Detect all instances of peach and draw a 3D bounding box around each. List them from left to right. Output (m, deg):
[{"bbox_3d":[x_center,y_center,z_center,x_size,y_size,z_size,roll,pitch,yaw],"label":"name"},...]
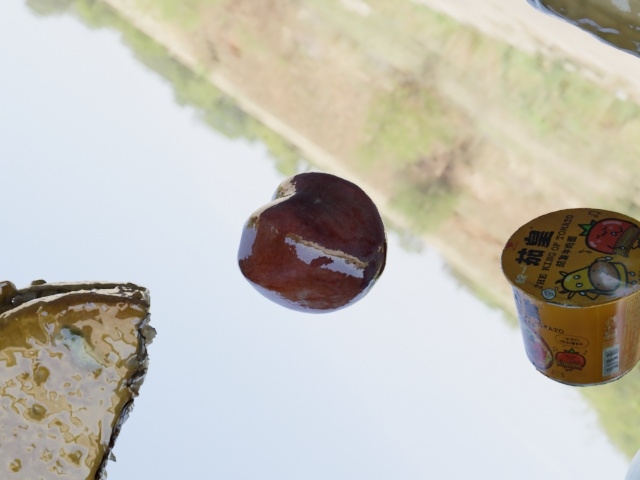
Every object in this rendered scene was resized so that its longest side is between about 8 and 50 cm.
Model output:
[{"bbox_3d":[0.000,0.000,1.601,0.152,0.152,0.152,34,-175,-3],"label":"peach"}]

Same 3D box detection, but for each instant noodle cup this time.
[{"bbox_3d":[0.358,0.083,2.124,0.216,0.215,0.172,39,147,45],"label":"instant noodle cup"}]

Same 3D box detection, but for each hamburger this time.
[{"bbox_3d":[-0.356,0.213,1.688,0.287,0.445,0.268,22,-174,-6],"label":"hamburger"}]

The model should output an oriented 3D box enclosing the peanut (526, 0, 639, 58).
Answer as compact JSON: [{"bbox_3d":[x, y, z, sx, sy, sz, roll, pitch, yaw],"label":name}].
[{"bbox_3d":[0.305,-0.204,1.282,0.291,0.143,0.159,28,159,-1],"label":"peanut"}]

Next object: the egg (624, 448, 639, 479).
[{"bbox_3d":[0.450,0.304,1.720,0.230,0.230,0.371,34,-179,-3],"label":"egg"}]
